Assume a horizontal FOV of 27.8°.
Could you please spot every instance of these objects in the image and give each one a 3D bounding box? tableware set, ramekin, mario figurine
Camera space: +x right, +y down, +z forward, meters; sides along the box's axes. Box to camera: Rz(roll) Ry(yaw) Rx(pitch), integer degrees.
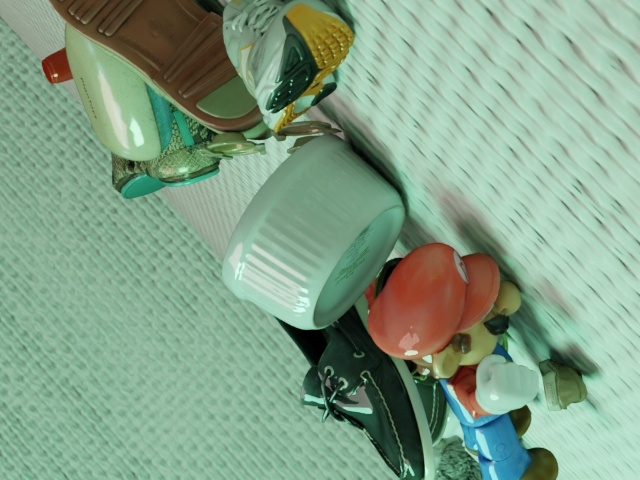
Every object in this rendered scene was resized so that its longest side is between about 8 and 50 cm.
[{"bbox_3d":[-0.056,-0.107,1.435,0.141,0.169,0.020,23,-120,-79],"label":"tableware set"},{"bbox_3d":[0.000,0.000,1.396,0.109,0.207,0.207,36,168,18],"label":"ramekin"},{"bbox_3d":[0.178,0.120,1.320,0.198,0.170,0.320,17,147,41],"label":"mario figurine"}]

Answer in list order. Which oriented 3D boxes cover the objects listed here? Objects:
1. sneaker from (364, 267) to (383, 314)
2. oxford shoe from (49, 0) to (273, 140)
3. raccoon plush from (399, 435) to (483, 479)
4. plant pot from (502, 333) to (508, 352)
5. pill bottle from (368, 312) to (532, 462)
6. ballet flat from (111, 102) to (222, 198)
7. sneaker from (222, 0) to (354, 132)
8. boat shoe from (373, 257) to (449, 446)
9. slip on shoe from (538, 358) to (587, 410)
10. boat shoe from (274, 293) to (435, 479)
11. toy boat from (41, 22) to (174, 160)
[{"bbox_3d":[0.012,0.051,1.779,0.221,0.128,0.087,41,168,34],"label":"sneaker"},{"bbox_3d":[-0.199,-0.250,1.497,0.397,0.140,0.146,48,178,15],"label":"oxford shoe"},{"bbox_3d":[0.314,0.413,1.978,0.446,0.216,0.299,21,161,-12],"label":"raccoon plush"},{"bbox_3d":[0.170,0.117,1.498,0.083,0.083,0.079,49,-176,-6],"label":"plant pot"},{"bbox_3d":[0.154,0.166,1.604,0.221,0.124,0.124,45,171,17],"label":"pill bottle"},{"bbox_3d":[-0.284,-0.179,2.269,0.182,0.164,0.483,71,163,-5],"label":"ballet flat"},{"bbox_3d":[-0.047,-0.182,1.182,0.121,0.099,0.262,53,170,2],"label":"sneaker"},{"bbox_3d":[0.101,0.133,1.522,0.069,0.081,0.228,17,-115,-71],"label":"boat shoe"},{"bbox_3d":[0.249,0.147,1.323,0.135,0.041,0.051,15,-117,-81],"label":"slip on shoe"},{"bbox_3d":[0.024,0.149,1.460,0.127,0.113,0.340,92,159,-45],"label":"boat shoe"},{"bbox_3d":[-0.323,-0.272,2.019,0.318,0.148,0.267,30,140,56],"label":"toy boat"}]
